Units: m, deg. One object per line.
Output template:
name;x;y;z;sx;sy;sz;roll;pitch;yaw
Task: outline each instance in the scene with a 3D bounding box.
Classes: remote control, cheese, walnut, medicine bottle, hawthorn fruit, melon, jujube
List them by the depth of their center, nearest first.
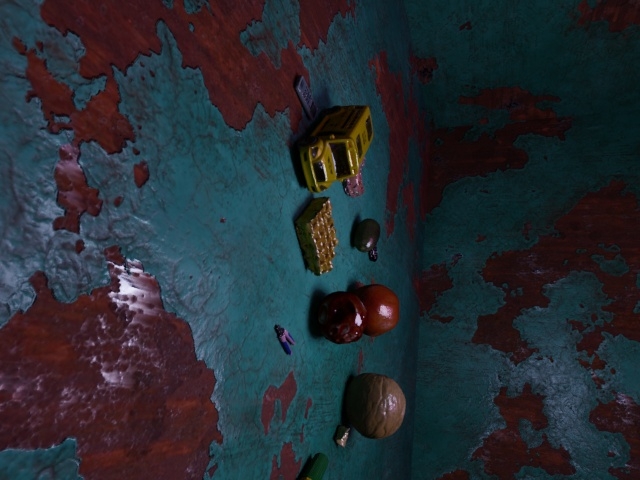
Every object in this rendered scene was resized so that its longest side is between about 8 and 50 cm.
medicine bottle;-0.042;0.663;1.075;0.260;0.064;0.095;-33;115;-63
remote control;-0.039;-0.387;1.124;0.124;0.017;0.053;59;38;-52
jujube;0.073;0.236;1.247;0.230;0.155;0.155;41;52;-70
cheese;0.072;0.653;1.388;0.084;0.041;0.060;88;24;-51
walnut;0.194;0.592;1.475;0.228;0.227;0.228;0;90;-68
hawthorn fruit;0.175;0.246;1.492;0.225;0.196;0.197;19;71;-41
melon;0.174;-0.018;1.554;0.162;0.099;0.099;-63;146;-45

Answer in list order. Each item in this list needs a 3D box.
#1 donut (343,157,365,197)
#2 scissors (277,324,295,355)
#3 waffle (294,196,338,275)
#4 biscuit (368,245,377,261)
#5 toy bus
donut;0.119;-0.233;1.455;0.117;0.065;0.166;-22;109;-67
scissors;-0.088;0.244;1.023;0.113;0.012;0.039;67;31;-44
waffle;0.000;0.000;1.176;0.160;0.055;0.211;-58;142;-50
biscuit;0.230;0.049;1.781;0.089;0.027;0.087;35;59;-63
toy bus;0.051;-0.269;1.174;0.330;0.152;0.144;-64;148;-47
